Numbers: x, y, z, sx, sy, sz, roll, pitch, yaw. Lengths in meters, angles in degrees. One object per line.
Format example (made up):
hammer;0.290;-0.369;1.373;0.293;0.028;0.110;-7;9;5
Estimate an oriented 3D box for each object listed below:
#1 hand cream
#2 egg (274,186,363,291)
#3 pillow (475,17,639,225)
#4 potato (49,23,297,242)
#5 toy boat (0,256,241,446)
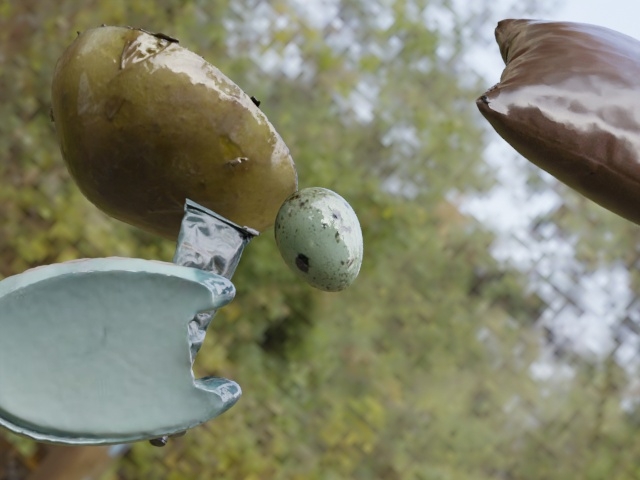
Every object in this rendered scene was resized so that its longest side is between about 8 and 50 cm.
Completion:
hand cream;-0.122;0.080;1.859;0.052;0.248;0.075;-9;-36;40
egg;0.000;0.000;1.957;0.085;0.085;0.110;62;3;-80
pillow;0.273;-0.085;1.596;0.305;0.108;0.308;26;19;-1
potato;-0.168;-0.088;2.080;0.299;0.116;0.239;42;-47;-15
toy boat;-0.161;0.077;1.408;0.079;0.207;0.134;-115;-160;-78
